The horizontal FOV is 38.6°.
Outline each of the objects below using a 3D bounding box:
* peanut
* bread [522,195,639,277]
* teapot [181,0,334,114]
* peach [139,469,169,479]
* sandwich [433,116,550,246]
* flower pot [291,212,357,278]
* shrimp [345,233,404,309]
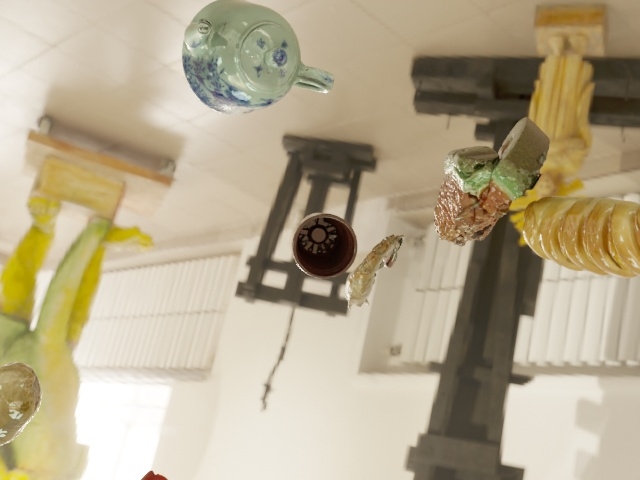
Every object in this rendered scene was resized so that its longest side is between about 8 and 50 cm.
[{"bbox_3d":[-0.581,0.296,1.673,0.120,0.110,0.236,47,135,6],"label":"peanut"},{"bbox_3d":[0.499,-0.002,1.633,0.173,0.121,0.311,26,169,-35],"label":"bread"},{"bbox_3d":[-0.086,-0.242,1.215,0.232,0.159,0.159,16,163,-36],"label":"teapot"},{"bbox_3d":[-0.397,0.626,2.184,0.118,0.151,0.151,29,155,-37],"label":"peach"},{"bbox_3d":[0.306,-0.113,1.772,0.162,0.250,0.301,35,132,3],"label":"sandwich"},{"bbox_3d":[0.000,0.000,1.527,0.111,0.111,0.089,18,-170,-15],"label":"flower pot"},{"bbox_3d":[0.112,0.060,1.908,0.058,0.173,0.253,40,167,13],"label":"shrimp"}]
